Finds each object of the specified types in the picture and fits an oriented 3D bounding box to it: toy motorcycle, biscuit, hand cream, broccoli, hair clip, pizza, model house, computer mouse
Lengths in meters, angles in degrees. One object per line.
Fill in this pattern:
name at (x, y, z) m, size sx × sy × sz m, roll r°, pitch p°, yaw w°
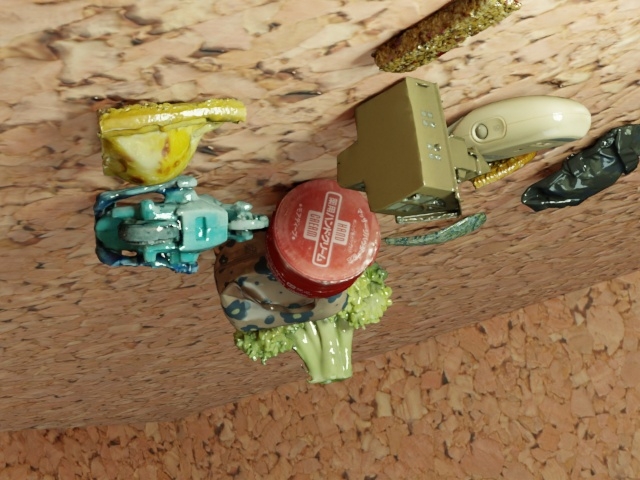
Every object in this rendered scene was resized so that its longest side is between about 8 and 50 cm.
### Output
toy motorcycle at (-0.229, -0.026, 1.747) m, size 0.260 × 0.154 × 0.206 m, roll -7°, pitch -172°, yaw -40°
biscuit at (0.156, -0.262, 1.394) m, size 0.199 × 0.034 × 0.064 m, roll -26°, pitch 163°, yaw 40°
hand cream at (0.000, 0.000, 1.939) m, size 0.193 × 0.193 × 0.125 m, roll -10°, pitch 168°, yaw -14°
broccoli at (-0.005, 0.162, 2.358) m, size 0.348 × 0.280 × 0.293 m, roll -13°, pitch 166°, yaw 14°
hair clip at (0.254, -0.015, 2.429) m, size 0.229 × 0.036 × 0.066 m, roll -14°, pitch 159°, yaw -1°
pizza at (-0.201, -0.126, 1.490) m, size 0.204 × 0.080 × 0.188 m, roll -11°, pitch 166°, yaw -18°
biscuit at (0.305, -0.137, 1.891) m, size 0.126 × 0.025 × 0.206 m, roll -22°, pitch -168°, yaw 13°
model house at (0.162, -0.112, 1.664) m, size 0.248 × 0.180 × 0.176 m, roll 9°, pitch 157°, yaw -44°
computer mouse at (0.303, -0.178, 1.746) m, size 0.145 × 0.081 × 0.237 m, roll -4°, pitch 175°, yaw -45°

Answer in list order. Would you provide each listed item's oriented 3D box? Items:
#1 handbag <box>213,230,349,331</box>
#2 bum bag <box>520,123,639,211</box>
handbag at (-0.082, 0.055, 2.105) m, size 0.252 × 0.190 × 0.193 m, roll -11°, pitch 156°, yaw 5°
bum bag at (0.516, -0.134, 2.141) m, size 0.137 × 0.074 × 0.310 m, roll 10°, pitch 150°, yaw -31°
